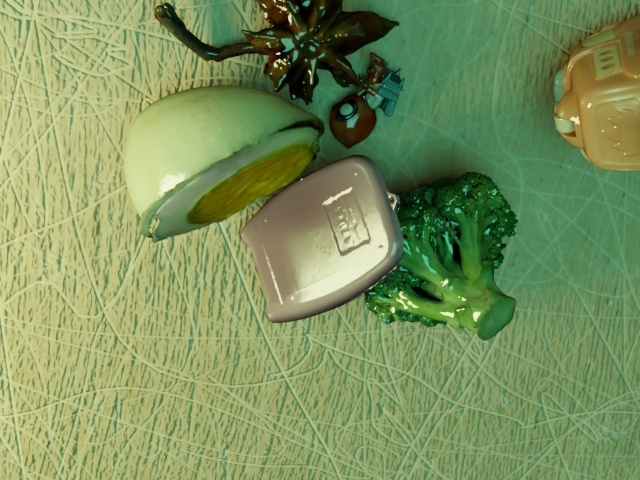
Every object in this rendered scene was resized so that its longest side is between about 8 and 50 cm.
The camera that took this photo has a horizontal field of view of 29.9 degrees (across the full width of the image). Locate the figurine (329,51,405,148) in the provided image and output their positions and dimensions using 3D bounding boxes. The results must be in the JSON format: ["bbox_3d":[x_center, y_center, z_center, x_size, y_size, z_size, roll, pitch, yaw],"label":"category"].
[{"bbox_3d":[0.065,-0.196,1.741,0.075,0.068,0.140,27,111,-22],"label":"figurine"}]

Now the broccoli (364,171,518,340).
[{"bbox_3d":[0.180,0.029,1.733,0.270,0.270,0.270,-19,134,-21],"label":"broccoli"}]

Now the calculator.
[{"bbox_3d":[-0.001,0.000,1.700,0.294,0.043,0.194,-29,72,37],"label":"calculator"}]

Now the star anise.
[{"bbox_3d":[-0.054,-0.300,1.650,0.346,0.148,0.237,-1,88,-5],"label":"star anise"}]

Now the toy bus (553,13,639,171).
[{"bbox_3d":[0.446,-0.201,1.692,0.232,0.288,0.194,-11,117,14],"label":"toy bus"}]

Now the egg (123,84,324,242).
[{"bbox_3d":[-0.148,-0.137,1.654,0.286,0.264,0.174,-29,80,10],"label":"egg"}]
